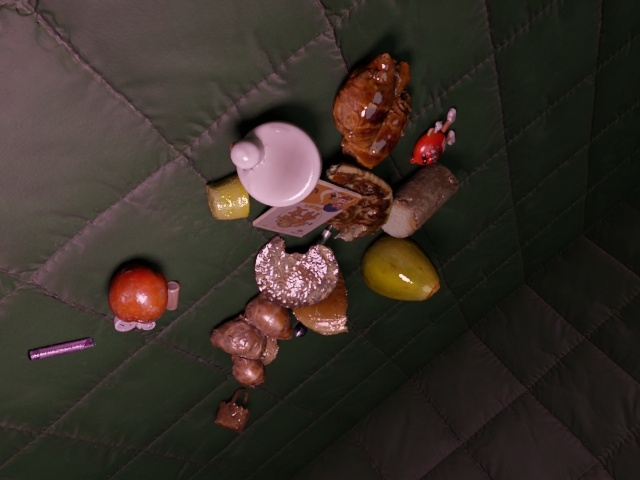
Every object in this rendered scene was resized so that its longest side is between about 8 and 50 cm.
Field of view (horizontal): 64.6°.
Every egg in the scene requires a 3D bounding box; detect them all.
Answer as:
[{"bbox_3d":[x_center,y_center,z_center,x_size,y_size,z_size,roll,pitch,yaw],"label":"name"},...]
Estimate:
[{"bbox_3d":[-0.229,0.430,2.012,0.118,0.116,0.140,8,113,-18],"label":"egg"}]

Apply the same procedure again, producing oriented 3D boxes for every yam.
[{"bbox_3d":[0.355,-0.151,1.836,0.304,0.168,0.168,-42,146,-21],"label":"yam"}]

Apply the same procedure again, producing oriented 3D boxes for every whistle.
[{"bbox_3d":[-0.763,0.320,1.496,0.176,0.033,0.033,-7,133,-36],"label":"whistle"}]

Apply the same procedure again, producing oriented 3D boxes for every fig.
[{"bbox_3d":[0.321,0.114,1.990,0.258,0.326,0.258,-35,138,-38],"label":"fig"}]

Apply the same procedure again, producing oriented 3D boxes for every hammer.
[{"bbox_3d":[-0.068,0.309,1.938,0.037,0.137,0.290,-45,180,7],"label":"hammer"}]

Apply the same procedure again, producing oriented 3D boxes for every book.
[{"bbox_3d":[-0.044,-0.095,1.583,0.208,0.020,0.295,13,146,-41],"label":"book"}]

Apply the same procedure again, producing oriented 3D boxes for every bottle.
[{"bbox_3d":[-0.470,0.175,1.595,0.045,0.045,0.096,-13,138,-32],"label":"bottle"}]

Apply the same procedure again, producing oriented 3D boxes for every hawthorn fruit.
[{"bbox_3d":[-0.514,0.147,1.430,0.173,0.173,0.173,-24,141,-21],"label":"hawthorn fruit"}]

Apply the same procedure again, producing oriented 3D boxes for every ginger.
[{"bbox_3d":[-0.230,0.327,1.837,0.375,0.256,0.176,-55,178,-5],"label":"ginger"},{"bbox_3d":[0.168,-0.382,1.483,0.274,0.152,0.357,-34,145,-8],"label":"ginger"}]

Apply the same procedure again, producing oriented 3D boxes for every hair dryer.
[{"bbox_3d":[0.000,0.000,1.830,0.100,0.057,0.197,20,105,-50],"label":"hair dryer"}]

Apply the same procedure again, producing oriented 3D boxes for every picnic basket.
[{"bbox_3d":[-0.369,0.729,2.199,0.128,0.138,0.178,75,31,-59],"label":"picnic basket"}]

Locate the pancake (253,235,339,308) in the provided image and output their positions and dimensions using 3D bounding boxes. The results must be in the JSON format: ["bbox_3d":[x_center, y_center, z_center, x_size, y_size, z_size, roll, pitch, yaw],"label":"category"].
[{"bbox_3d":[-0.083,0.103,1.744,0.288,0.033,0.286,-30,105,-2],"label":"pancake"}]

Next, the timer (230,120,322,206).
[{"bbox_3d":[-0.115,-0.204,1.347,0.233,0.233,0.240,-53,-177,17],"label":"timer"}]

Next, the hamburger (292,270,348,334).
[{"bbox_3d":[-0.003,0.221,1.878,0.211,0.309,0.132,-6,128,3],"label":"hamburger"}]

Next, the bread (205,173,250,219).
[{"bbox_3d":[-0.256,-0.116,1.435,0.114,0.111,0.129,-15,133,-18],"label":"bread"}]

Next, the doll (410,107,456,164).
[{"bbox_3d":[0.404,-0.346,1.788,0.217,0.085,0.183,-39,146,-17],"label":"doll"}]

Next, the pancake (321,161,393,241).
[{"bbox_3d":[0.097,-0.118,1.673,0.305,0.066,0.427,-24,149,27],"label":"pancake"}]

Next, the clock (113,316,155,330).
[{"bbox_3d":[-0.574,0.248,1.580,0.129,0.041,0.087,14,122,-42],"label":"clock"}]
